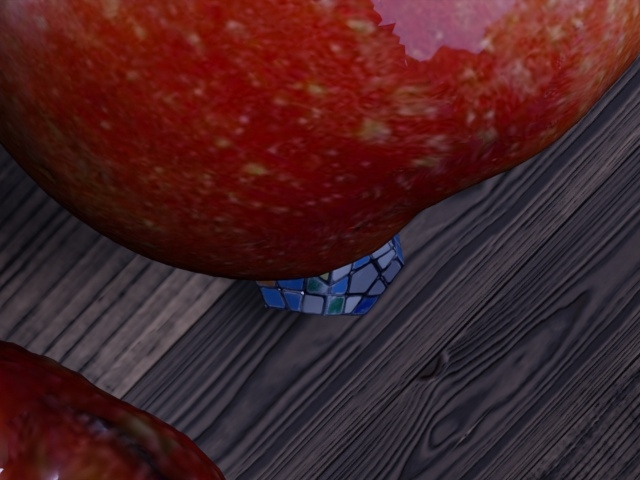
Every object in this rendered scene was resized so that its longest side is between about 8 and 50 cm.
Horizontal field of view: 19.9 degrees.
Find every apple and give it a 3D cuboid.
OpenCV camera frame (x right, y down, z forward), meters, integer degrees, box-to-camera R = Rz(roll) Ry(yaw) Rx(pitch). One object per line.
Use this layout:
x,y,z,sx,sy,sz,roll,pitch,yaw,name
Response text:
-0.006,-0.141,0.835,0.348,0.348,0.277,-41,100,-9,apple

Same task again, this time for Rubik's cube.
0.000,0.000,1.175,0.111,0.093,0.111,-28,142,-25,Rubik's cube

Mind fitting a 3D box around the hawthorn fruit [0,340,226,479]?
-0.218,0.251,0.976,0.402,0.403,0.403,-26,139,-26,hawthorn fruit
